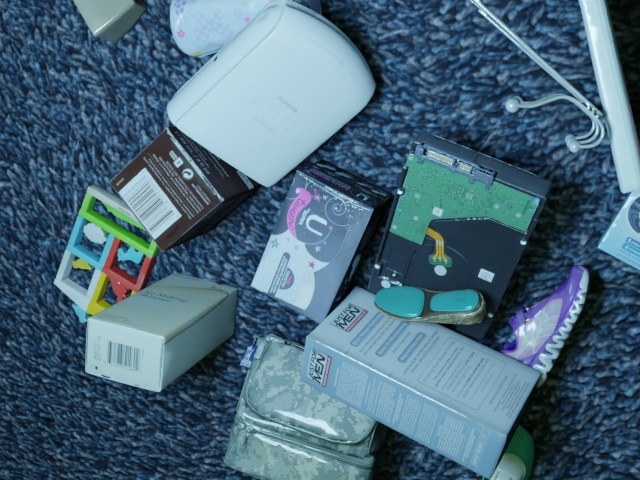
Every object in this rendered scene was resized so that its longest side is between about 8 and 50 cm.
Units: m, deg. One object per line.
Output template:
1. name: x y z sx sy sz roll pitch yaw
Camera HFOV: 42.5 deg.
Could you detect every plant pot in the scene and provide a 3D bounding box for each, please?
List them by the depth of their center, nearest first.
1. plant pot: -0.400 -0.456 1.573 0.096 0.109 0.109 -29 92 11

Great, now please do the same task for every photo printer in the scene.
1. photo printer: -0.074 -0.259 1.441 0.307 0.107 0.256 -38 131 22

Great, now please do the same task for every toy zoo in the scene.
1. toy zoo: -0.457 0.053 1.753 0.192 0.030 0.293 29 111 10

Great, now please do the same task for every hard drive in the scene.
1. hard drive: 0.449 -0.240 1.270 0.040 0.203 0.307 -13 99 21
2. hard drive: 0.229 -0.001 1.421 0.237 0.064 0.338 23 132 12

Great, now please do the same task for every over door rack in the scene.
1. over door rack: 0.315 -0.276 1.293 0.108 0.239 0.324 -36 90 18

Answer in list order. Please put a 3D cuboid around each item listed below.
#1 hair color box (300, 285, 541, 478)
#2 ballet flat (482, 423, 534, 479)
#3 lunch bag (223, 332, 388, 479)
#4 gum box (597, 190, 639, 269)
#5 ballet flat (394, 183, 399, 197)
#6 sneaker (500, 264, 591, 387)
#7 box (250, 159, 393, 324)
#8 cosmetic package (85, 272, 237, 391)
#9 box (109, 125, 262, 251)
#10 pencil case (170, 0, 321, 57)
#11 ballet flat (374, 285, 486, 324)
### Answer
1. hair color box: 0.173 0.240 1.453 0.375 0.185 0.113 25 128 20
2. ballet flat: 0.339 0.466 1.546 0.083 0.087 0.247 21 109 14
3. lunch bag: -0.015 0.337 1.583 0.305 0.212 0.256 16 90 14
4. gum box: 0.579 -0.031 1.365 0.157 0.041 0.184 30 110 10
5. ballet flat: 0.244 -0.077 1.458 0.231 0.077 0.077 7 89 20
6. sneaker: 0.393 0.141 1.449 0.105 0.095 0.236 29 112 19
7. box: 0.000 0.000 1.520 0.163 0.142 0.247 28 110 11
8. cosmetic package: -0.295 0.167 1.575 0.160 0.309 0.113 11 107 15
9. box: -0.246 -0.109 1.546 0.167 0.203 0.168 -39 89 23
10. pencil case: -0.134 -0.409 1.484 0.273 0.113 0.124 -4 130 20
11. ballet flat: 0.194 0.122 1.448 0.206 0.073 0.067 3 148 32
